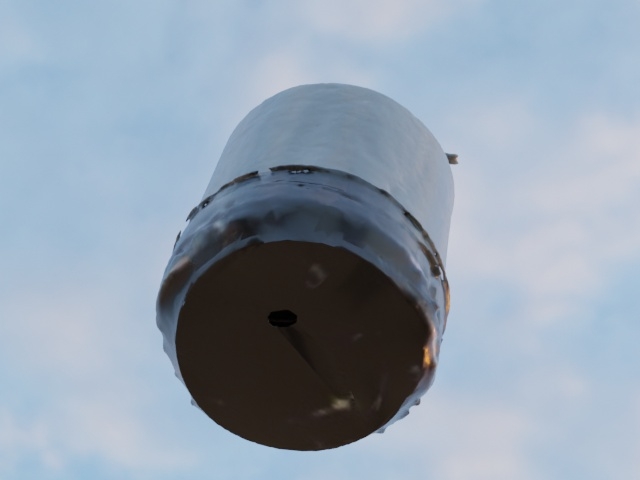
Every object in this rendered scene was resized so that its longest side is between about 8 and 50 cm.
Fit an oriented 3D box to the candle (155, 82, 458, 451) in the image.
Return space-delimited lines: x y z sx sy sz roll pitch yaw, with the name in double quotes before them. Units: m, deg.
"candle" 0.000 0.000 1.073 0.221 0.342 0.221 3 -60 6
